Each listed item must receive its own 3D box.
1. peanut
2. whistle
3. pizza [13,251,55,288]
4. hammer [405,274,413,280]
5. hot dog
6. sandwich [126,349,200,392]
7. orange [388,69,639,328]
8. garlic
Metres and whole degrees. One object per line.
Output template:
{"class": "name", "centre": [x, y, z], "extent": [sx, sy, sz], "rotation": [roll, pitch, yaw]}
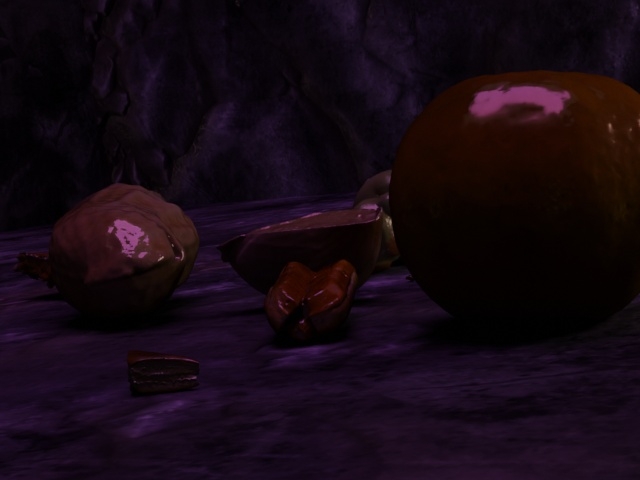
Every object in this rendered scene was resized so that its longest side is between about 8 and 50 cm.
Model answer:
{"class": "peanut", "centre": [-0.245, 0.018, 1.622], "extent": [0.174, 0.158, 0.340], "rotation": [24, 11, 0]}
{"class": "whistle", "centre": [0.091, -0.005, 1.799], "extent": [0.141, 0.141, 0.294], "rotation": [-4, 24, 21]}
{"class": "pizza", "centre": [-0.335, 0.050, 1.875], "extent": [0.201, 0.053, 0.193], "rotation": [4, 1, -12]}
{"class": "hammer", "centre": [0.134, 0.038, 1.701], "extent": [0.029, 0.014, 0.123], "rotation": [-13, 3, 24]}
{"class": "hot dog", "centre": [-0.007, 0.059, 1.351], "extent": [0.092, 0.062, 0.236], "rotation": [-6, 8, 8]}
{"class": "sandwich", "centre": [-0.143, 0.110, 1.098], "extent": [0.083, 0.031, 0.044], "rotation": [-1, 5, 41]}
{"class": "orange", "centre": [0.199, -0.034, 1.226], "extent": [0.279, 0.235, 0.279], "rotation": [2, -7, 0]}
{"class": "garlic", "centre": [-0.013, 0.024, 1.516], "extent": [0.195, 0.101, 0.087], "rotation": [-9, 19, 16]}
